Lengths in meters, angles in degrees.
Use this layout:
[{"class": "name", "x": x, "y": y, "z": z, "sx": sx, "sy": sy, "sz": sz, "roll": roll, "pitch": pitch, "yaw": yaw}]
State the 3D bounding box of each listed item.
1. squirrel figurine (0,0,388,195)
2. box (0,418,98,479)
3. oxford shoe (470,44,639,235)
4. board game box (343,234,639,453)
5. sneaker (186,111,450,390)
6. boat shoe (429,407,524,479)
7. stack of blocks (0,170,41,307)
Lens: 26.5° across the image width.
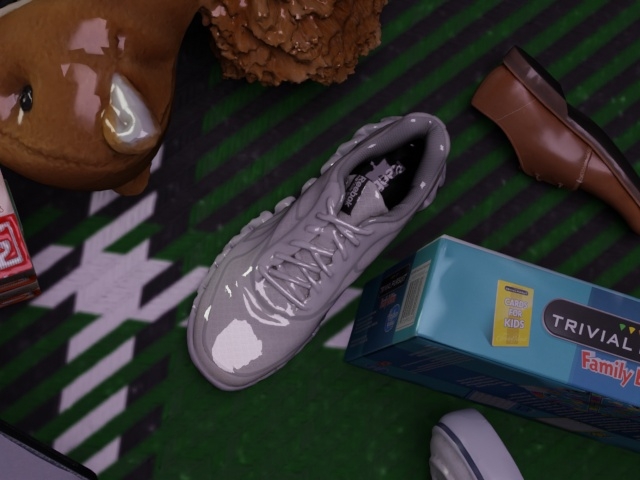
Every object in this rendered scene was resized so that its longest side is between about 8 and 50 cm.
[{"class": "squirrel figurine", "x": -0.119, "y": -0.221, "z": 1.042, "sx": 0.397, "sy": 0.281, "sz": 0.370, "roll": 1, "pitch": 78, "yaw": -15}, {"class": "box", "x": -0.305, "y": 0.234, "z": 0.885, "sx": 0.212, "sy": 0.395, "sz": 0.293, "roll": 31, "pitch": 77, "yaw": -5}, {"class": "oxford shoe", "x": 0.220, "y": -0.073, "z": 1.202, "sx": 0.212, "sy": 0.076, "sz": 0.076, "roll": 44, "pitch": 107, "yaw": -4}, {"class": "board game box", "x": 0.209, "y": 0.100, "z": 1.069, "sx": 0.336, "sy": 0.254, "sz": 0.079, "roll": 18, "pitch": 79, "yaw": -7}, {"class": "sneaker", "x": 0.000, "y": 0.000, "z": 1.118, "sx": 0.110, "sy": 0.118, "sz": 0.292, "roll": 42, "pitch": 78, "yaw": -4}, {"class": "boat shoe", "x": 0.122, "y": 0.327, "z": 1.092, "sx": 0.156, "sy": 0.136, "sz": 0.367, "roll": -19, "pitch": 95, "yaw": -9}, {"class": "stack of blocks", "x": -0.299, "y": 0.009, "z": 0.969, "sx": 0.171, "sy": 0.297, "sz": 0.087, "roll": -19, "pitch": 85, "yaw": -11}]
